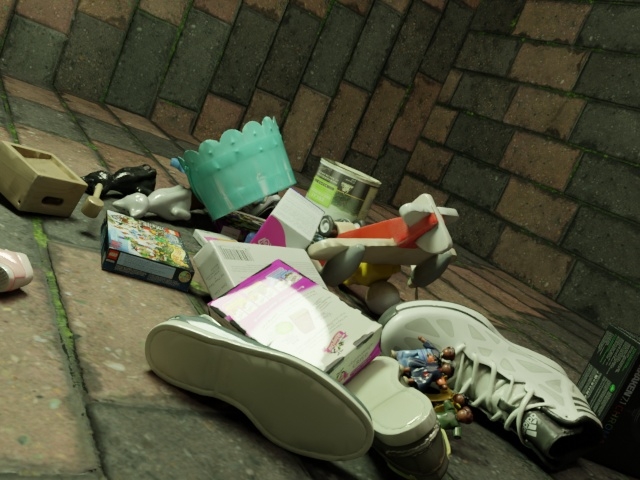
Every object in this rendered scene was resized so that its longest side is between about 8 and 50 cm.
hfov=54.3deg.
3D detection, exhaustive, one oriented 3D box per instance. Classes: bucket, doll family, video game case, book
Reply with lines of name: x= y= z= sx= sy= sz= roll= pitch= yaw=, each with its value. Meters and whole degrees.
bucket: x=-0.206 y=-0.180 z=1.602 sx=0.281 sy=0.281 sz=0.183 roll=-54 pitch=121 yaw=-79
doll family: x=0.189 y=0.237 z=1.026 sx=0.112 sy=0.076 sz=0.192 roll=-9 pitch=61 yaw=-6
video game case: x=-0.197 y=-0.029 z=1.741 sx=0.210 sy=0.041 sz=0.232 roll=17 pitch=12 yaw=-22
book: x=-0.235 y=0.014 z=1.486 sx=0.096 sy=0.035 sz=0.144 roll=13 pitch=15 yaw=-33

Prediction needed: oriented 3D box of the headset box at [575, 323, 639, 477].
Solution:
headset box: x=0.663 y=0.339 z=1.231 sx=0.283 sy=0.246 sz=0.131 roll=23 pitch=10 yaw=-7

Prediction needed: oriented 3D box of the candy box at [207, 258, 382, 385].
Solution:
candy box: x=-0.042 y=0.140 z=0.982 sx=0.233 sy=0.071 sz=0.159 roll=31 pitch=48 yaw=34

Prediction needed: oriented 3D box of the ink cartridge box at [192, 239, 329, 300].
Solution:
ink cartridge box: x=-0.074 y=0.124 z=1.208 sx=0.296 sy=0.066 sz=0.261 roll=7 pitch=45 yaw=-55

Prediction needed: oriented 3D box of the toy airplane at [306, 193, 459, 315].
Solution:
toy airplane: x=0.168 y=0.046 z=1.534 sx=0.387 sy=0.272 sz=0.384 roll=-4 pitch=-10 yaw=2

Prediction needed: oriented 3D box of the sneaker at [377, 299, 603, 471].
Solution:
sneaker: x=0.321 y=0.254 z=1.121 sx=0.448 sy=0.169 sz=0.257 roll=24 pitch=9 yaw=-13

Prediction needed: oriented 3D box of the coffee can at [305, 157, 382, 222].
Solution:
coffee can: x=0.041 y=-0.089 z=1.906 sx=0.202 sy=0.275 sz=0.201 roll=23 pitch=10 yaw=-4

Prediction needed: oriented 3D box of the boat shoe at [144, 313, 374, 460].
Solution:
boat shoe: x=-0.071 y=0.178 z=0.818 sx=0.320 sy=0.116 sz=0.099 roll=21 pitch=14 yaw=14

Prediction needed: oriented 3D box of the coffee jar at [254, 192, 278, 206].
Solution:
coffee jar: x=-0.232 y=-0.178 z=2.248 sx=0.079 sy=0.096 sz=0.184 roll=8 pitch=18 yaw=-45

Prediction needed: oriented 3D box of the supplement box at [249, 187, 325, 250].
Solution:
supplement box: x=-0.077 y=-0.026 z=1.480 sx=0.114 sy=0.111 sz=0.220 roll=36 pitch=21 yaw=-6

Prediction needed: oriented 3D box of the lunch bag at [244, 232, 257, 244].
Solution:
lunch bag: x=-0.142 y=0.026 z=1.524 sx=0.099 sy=0.067 sz=0.065 roll=14 pitch=14 yaw=-42

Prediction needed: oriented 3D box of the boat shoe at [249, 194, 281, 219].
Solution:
boat shoe: x=-0.168 y=-0.098 z=2.080 sx=0.076 sy=0.080 sz=0.228 roll=52 pitch=13 yaw=0

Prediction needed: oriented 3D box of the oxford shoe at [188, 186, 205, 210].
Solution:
oxford shoe: x=-0.317 y=-0.117 z=1.725 sx=0.076 sy=0.076 sz=0.212 roll=36 pitch=37 yaw=14

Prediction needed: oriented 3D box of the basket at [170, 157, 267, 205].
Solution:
basket: x=-0.307 y=-0.206 z=1.941 sx=0.289 sy=0.200 sz=0.255 roll=14 pitch=9 yaw=-24

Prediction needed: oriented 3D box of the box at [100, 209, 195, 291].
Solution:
box: x=-0.342 y=0.016 z=1.216 sx=0.159 sy=0.044 sz=0.233 roll=18 pitch=12 yaw=-25

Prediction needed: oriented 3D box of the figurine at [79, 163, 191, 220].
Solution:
figurine: x=-0.452 y=-0.112 z=1.534 sx=0.215 sy=0.092 sz=0.209 roll=29 pitch=20 yaw=24

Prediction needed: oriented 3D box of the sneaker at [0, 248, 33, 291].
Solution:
sneaker: x=-0.467 y=0.029 z=0.882 sx=0.134 sy=0.050 sz=0.070 roll=29 pitch=10 yaw=12

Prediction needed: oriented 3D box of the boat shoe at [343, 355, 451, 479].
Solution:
boat shoe: x=0.097 y=0.247 z=0.898 sx=0.091 sy=0.109 sz=0.305 roll=63 pitch=-7 yaw=-9

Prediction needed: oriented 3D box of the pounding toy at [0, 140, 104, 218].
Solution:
pounding toy: x=-0.525 y=-0.090 z=1.248 sx=0.206 sy=0.094 sz=0.181 roll=38 pitch=10 yaw=21

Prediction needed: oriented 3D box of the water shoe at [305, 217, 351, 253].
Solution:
water shoe: x=0.000 y=0.000 z=1.776 sx=0.203 sy=0.072 sz=0.080 roll=-17 pitch=-20 yaw=10
